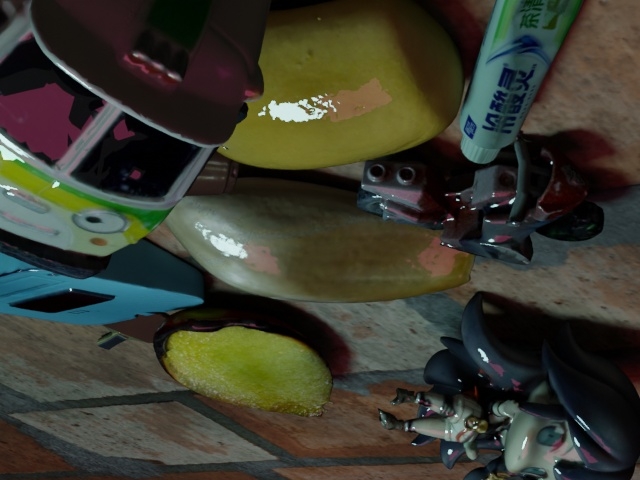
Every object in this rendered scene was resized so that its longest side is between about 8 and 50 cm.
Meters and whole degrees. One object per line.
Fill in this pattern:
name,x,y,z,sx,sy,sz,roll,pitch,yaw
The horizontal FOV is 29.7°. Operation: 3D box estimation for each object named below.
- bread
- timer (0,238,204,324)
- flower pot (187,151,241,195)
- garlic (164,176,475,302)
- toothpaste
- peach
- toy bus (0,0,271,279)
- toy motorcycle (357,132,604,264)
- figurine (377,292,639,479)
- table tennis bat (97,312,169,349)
bread,-0.002,-0.109,0.909,0.217,0.098,0.147,-5,153,32
timer,-0.282,0.032,1.357,0.232,0.091,0.250,-14,157,39
flower pot,-0.114,-0.081,1.014,0.089,0.111,0.111,4,157,-17
garlic,-0.003,0.004,1.150,0.318,0.112,0.143,3,152,-8
toothpaste,0.143,-0.142,0.842,0.075,0.048,0.297,0,153,-7
peach,-0.079,0.138,1.471,0.189,0.068,0.279,-15,143,29
toy bus,-0.105,-0.151,0.625,0.143,0.305,0.179,30,146,-33
toy motorcycle,0.134,-0.035,1.016,0.213,0.082,0.122,6,155,8
figurine,0.216,0.181,1.304,0.265,0.197,0.175,32,154,2
table tennis bat,-0.242,0.114,1.544,0.095,0.014,0.158,24,149,-28
